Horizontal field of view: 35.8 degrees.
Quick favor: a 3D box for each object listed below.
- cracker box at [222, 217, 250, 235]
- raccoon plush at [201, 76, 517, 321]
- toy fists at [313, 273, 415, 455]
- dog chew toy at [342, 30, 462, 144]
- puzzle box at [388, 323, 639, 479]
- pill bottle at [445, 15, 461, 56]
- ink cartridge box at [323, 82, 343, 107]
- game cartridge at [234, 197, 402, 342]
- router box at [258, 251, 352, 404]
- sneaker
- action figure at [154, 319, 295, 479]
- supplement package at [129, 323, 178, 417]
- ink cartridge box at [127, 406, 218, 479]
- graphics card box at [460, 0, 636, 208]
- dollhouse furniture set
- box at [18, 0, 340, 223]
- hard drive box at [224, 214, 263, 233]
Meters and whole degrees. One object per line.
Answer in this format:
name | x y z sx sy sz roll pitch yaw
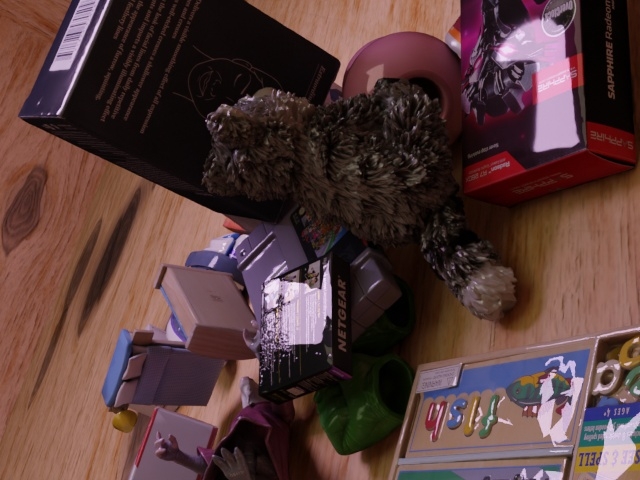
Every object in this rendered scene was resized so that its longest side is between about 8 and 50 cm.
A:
cracker box | -0.111 -0.114 2.132 0.232 0.067 0.156 -63 24 -8
raccoon plush | 0.031 -0.067 1.303 0.446 0.299 0.216 -128 35 -48
toy fists | 0.056 0.174 1.417 0.142 0.096 0.279 -44 30 37
dog chew toy | 0.126 -0.249 1.643 0.206 0.207 0.332 -57 16 10
puzzle box | 0.211 0.244 1.070 0.409 0.052 0.272 -23 44 55
pill bottle | 0.298 -0.357 1.494 0.221 0.121 0.121 -53 24 18
ink cartridge box | -0.004 -0.210 1.836 0.154 0.212 0.093 -43 27 35
game cartridge | -0.016 0.039 1.503 0.230 0.068 0.355 -49 32 16
router box | -0.021 0.119 1.349 0.133 0.046 0.178 -25 49 33
sneaker | -0.203 0.099 1.993 0.236 0.130 0.323 -60 17 13
action figure | -0.082 0.308 1.494 0.248 0.276 0.370 -50 5 12
supplement package | -0.350 0.282 2.122 0.105 0.105 0.179 -53 25 18
ink cartridge box | -0.273 0.423 1.690 0.273 0.114 0.197 122 167 -62
graphics card box | 0.287 -0.249 1.291 0.233 0.094 0.370 -19 65 57
dollhouse furniture set | -0.190 0.230 1.715 0.198 0.286 0.303 52 125 51
box | -0.217 -0.241 1.575 0.212 0.395 0.293 11 76 57
hard drive box | -0.117 -0.144 1.963 0.089 0.181 0.232 2 75 20
